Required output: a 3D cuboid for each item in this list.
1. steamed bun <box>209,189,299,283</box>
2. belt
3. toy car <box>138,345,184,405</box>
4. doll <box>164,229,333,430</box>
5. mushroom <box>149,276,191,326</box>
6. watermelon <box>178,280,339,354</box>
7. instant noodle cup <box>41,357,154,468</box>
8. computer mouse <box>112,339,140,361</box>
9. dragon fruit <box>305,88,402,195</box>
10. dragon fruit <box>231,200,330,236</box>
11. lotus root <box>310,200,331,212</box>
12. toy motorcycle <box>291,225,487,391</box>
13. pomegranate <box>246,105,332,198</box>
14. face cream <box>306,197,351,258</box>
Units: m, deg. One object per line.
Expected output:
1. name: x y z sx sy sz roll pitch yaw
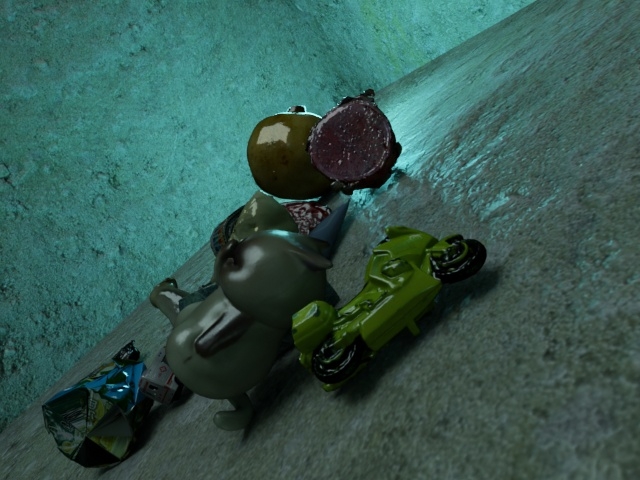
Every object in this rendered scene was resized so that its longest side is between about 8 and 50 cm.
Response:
1. steamed bun: -0.166 0.044 1.396 0.289 0.203 0.276 -68 7 -26
2. belt: -0.270 -0.030 1.927 0.295 0.207 0.160 -33 4 -38
3. toy car: -0.388 0.326 1.323 0.210 0.108 0.089 -70 6 -53
4. doll: -0.141 0.136 0.938 0.370 0.226 0.215 -59 1 7
5. mushroom: -0.432 0.226 1.556 0.159 0.122 0.328 -28 41 -36
6. watermelon: -0.158 0.156 1.179 0.387 0.228 0.258 -32 7 8
7. instant noodle cup: -0.547 0.429 1.282 0.240 0.240 0.178 -36 10 16
8. computer mouse: -0.749 0.460 1.915 0.146 0.077 0.241 -48 14 -27
9. dragon fruit: 0.135 -0.291 1.661 0.314 0.296 0.263 -42 -19 4
10. dragon fruit: -0.144 -0.005 1.642 0.282 0.100 0.343 27 65 29
11. lotus root: -0.057 -0.078 1.791 0.183 0.078 0.203 -44 14 -18
12. toy motorcycle: 0.101 0.091 0.834 0.342 0.142 0.206 -39 15 -3
13. pomegranate: -0.105 -0.352 2.013 0.416 0.417 0.417 -37 16 12
14. face cream: 0.000 0.000 1.433 0.135 0.086 0.385 -48 5 34
